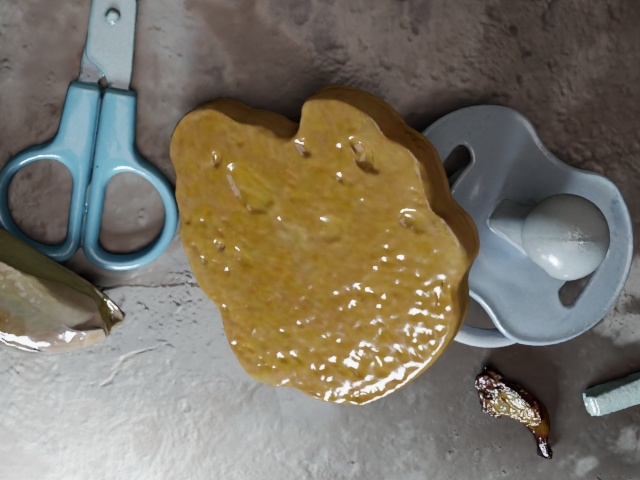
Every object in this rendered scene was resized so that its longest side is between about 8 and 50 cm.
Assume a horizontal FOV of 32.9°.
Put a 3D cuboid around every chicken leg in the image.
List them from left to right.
[{"bbox_3d":[0.232,0.200,1.256,0.145,0.037,0.062,40,120,-15],"label":"chicken leg"}]

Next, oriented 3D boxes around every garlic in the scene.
[{"bbox_3d":[-0.308,0.065,1.124,0.195,0.087,0.101,36,113,-19],"label":"garlic"}]

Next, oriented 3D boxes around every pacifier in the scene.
[{"bbox_3d":[0.205,-0.001,1.091,0.287,0.226,0.238,37,84,-12],"label":"pacifier"}]

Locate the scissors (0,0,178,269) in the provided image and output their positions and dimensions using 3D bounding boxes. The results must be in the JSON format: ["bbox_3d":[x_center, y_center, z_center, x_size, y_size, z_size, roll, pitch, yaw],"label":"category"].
[{"bbox_3d":[-0.215,-0.186,1.094,0.193,0.029,0.447,9,105,-8],"label":"scissors"}]

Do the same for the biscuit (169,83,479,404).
[{"bbox_3d":[0.000,0.000,1.094,0.312,0.057,0.351,-22,101,31],"label":"biscuit"}]

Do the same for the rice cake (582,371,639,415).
[{"bbox_3d":[0.391,0.166,1.267,0.171,0.029,0.033,-19,101,-2],"label":"rice cake"}]
